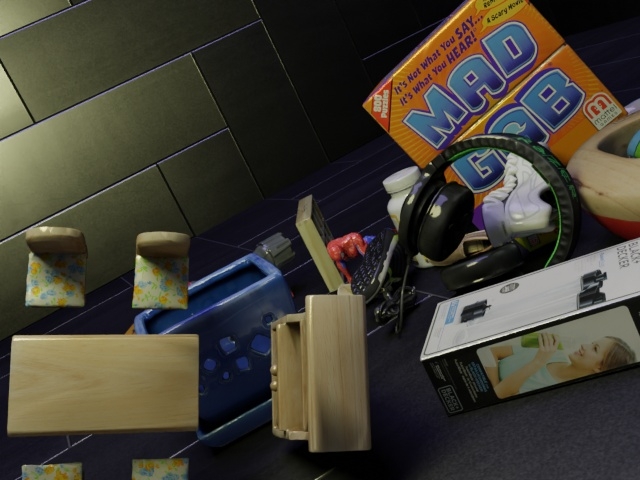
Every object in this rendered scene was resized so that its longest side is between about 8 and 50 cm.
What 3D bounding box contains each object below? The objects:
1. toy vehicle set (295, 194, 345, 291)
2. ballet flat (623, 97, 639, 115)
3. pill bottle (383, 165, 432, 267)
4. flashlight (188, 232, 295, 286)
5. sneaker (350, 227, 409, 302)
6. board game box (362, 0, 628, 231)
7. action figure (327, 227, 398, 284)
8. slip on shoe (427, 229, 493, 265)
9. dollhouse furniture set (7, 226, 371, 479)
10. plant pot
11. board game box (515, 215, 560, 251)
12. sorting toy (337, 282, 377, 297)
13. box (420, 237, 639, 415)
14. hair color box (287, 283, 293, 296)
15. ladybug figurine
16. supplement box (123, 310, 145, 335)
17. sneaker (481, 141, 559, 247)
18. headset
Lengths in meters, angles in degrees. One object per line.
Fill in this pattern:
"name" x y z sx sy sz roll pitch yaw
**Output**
"toy vehicle set" 0.000 0.000 1.810 0.035 0.165 0.267 -26 13 6
"ballet flat" 0.632 -0.225 1.701 0.249 0.086 0.086 -28 12 3
"pill bottle" 0.193 -0.046 1.571 0.103 0.184 0.103 -25 13 6
"flashlight" -0.195 0.083 1.778 0.304 0.103 0.103 -32 40 -22
"sneaker" 0.128 0.056 1.477 0.084 0.097 0.234 -40 10 30
"board game box" 0.353 -0.300 1.688 0.356 0.356 0.356 -42 7 19
"action figure" 0.102 0.046 1.642 0.092 0.139 0.280 -23 -10 30
"slip on shoe" 0.262 0.016 1.498 0.136 0.051 0.041 -14 13 16
"dollhouse furniture set" -0.165 0.166 0.961 0.395 0.361 0.256 1 -12 -13
"plant pot" -0.140 0.174 1.272 0.236 0.212 0.236 -27 12 -10
"board game box" 0.389 -0.037 1.468 0.092 0.043 0.181 -26 12 4
"sorting toy" 0.062 0.114 1.522 0.083 0.044 0.075 -12 26 46
"box" 0.282 0.104 1.000 0.290 0.087 0.169 -20 14 24
"hair color box" -0.154 0.141 1.807 0.167 0.053 0.093 -18 15 38
"ladybug figurine" 0.521 -0.092 1.149 0.305 0.161 0.449 -24 13 6
"supplement box" -0.403 0.220 1.926 0.078 0.080 0.233 -24 11 13
"sneaker" 0.372 -0.086 1.389 0.118 0.110 0.292 -9 28 32
"headset" 0.223 0.007 1.245 0.394 0.243 0.185 -45 -14 30
